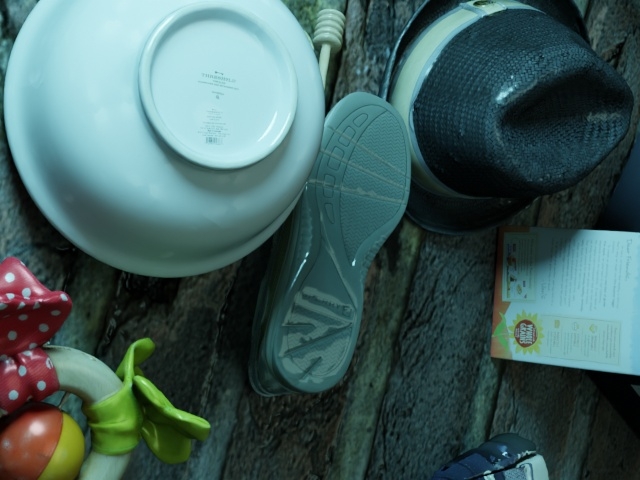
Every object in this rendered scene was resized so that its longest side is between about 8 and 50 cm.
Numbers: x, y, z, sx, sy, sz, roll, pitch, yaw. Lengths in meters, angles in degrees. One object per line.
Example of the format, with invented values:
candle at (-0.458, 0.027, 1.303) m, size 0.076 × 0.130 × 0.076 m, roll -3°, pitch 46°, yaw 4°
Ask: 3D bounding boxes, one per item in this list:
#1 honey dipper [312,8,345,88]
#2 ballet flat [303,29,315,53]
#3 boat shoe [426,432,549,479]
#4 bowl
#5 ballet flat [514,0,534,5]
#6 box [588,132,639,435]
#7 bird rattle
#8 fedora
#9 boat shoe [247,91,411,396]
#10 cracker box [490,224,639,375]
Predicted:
honey dipper at (-0.001, -0.158, 1.714) m, size 0.030 × 0.030 × 0.161 m, roll 41°, pitch 47°, yaw -40°
ballet flat at (-0.043, -0.128, 1.685) m, size 0.049 × 0.057 × 0.173 m, roll 23°, pitch 74°, yaw -31°
boat shoe at (0.184, 0.397, 1.934) m, size 0.158 × 0.127 × 0.341 m, roll -14°, pitch 96°, yaw -39°
bowl at (-0.110, -0.121, 1.485) m, size 0.297 × 0.134 × 0.298 m, roll 4°, pitch 81°, yaw -25°
ballet flat at (0.182, -0.319, 1.907) m, size 0.070 × 0.070 × 0.188 m, roll -50°, pitch 124°, yaw -32°
box at (0.492, 0.083, 2.181) m, size 0.343 × 0.179 × 0.312 m, roll 49°, pitch 59°, yaw -38°
bird rattle at (-0.227, 0.149, 1.466) m, size 0.253 × 0.143 × 0.207 m, roll 30°, pitch 88°, yaw -41°
fedora at (0.220, -0.137, 1.859) m, size 0.334 × 0.152 × 0.334 m, roll -16°, pitch 115°, yaw -37°
boat shoe at (0.002, 0.002, 1.725) m, size 0.118 × 0.103 × 0.320 m, roll 23°, pitch 70°, yaw -26°
cracker box at (0.304, 0.066, 1.940) m, size 0.067 × 0.232 × 0.156 m, roll 4°, pitch 90°, yaw -47°
